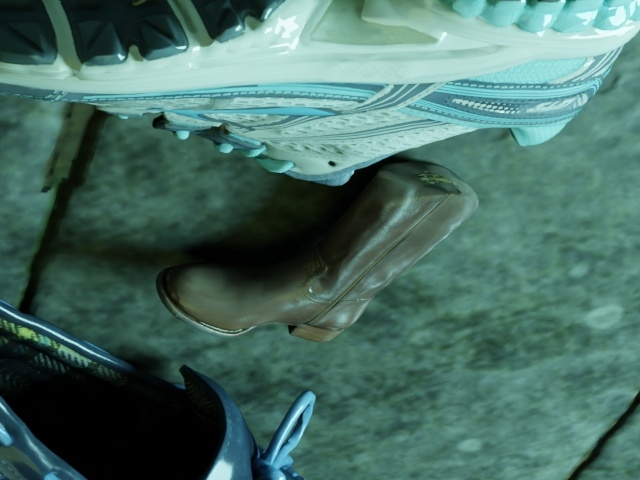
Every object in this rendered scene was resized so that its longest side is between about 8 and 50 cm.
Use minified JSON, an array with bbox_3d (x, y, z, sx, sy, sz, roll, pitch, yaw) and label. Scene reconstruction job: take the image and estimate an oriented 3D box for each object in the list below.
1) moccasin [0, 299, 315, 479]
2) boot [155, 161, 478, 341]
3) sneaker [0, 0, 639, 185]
[{"bbox_3d":[-0.076,0.122,0.710,0.342,0.138,0.117,26,125,-36],"label":"moccasin"},{"bbox_3d":[0.000,0.000,0.650,0.106,0.037,0.114,8,143,-39],"label":"boot"},{"bbox_3d":[-0.025,-0.064,0.517,0.283,0.110,0.122,-1,143,-9],"label":"sneaker"}]
